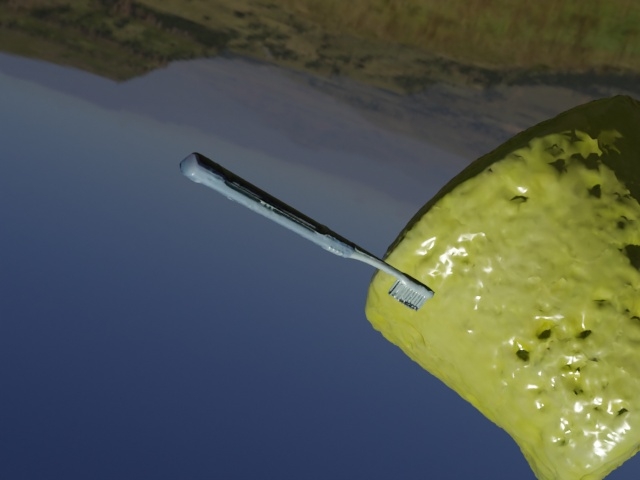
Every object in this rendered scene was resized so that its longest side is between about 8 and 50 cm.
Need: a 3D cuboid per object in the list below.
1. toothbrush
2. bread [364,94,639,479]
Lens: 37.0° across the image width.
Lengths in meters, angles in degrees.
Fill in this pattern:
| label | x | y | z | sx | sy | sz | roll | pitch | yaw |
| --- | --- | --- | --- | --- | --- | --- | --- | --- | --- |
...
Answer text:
| label | x | y | z | sx | sy | sz | roll | pitch | yaw |
| --- | --- | --- | --- | --- | --- | --- | --- | --- | --- |
| toothbrush | 0.000 | 0.000 | 0.589 | 0.219 | 0.019 | 0.016 | 30 | -169 | -41 |
| bread | 0.242 | 0.058 | 0.929 | 0.308 | 0.348 | 0.348 | 55 | -159 | 21 |
